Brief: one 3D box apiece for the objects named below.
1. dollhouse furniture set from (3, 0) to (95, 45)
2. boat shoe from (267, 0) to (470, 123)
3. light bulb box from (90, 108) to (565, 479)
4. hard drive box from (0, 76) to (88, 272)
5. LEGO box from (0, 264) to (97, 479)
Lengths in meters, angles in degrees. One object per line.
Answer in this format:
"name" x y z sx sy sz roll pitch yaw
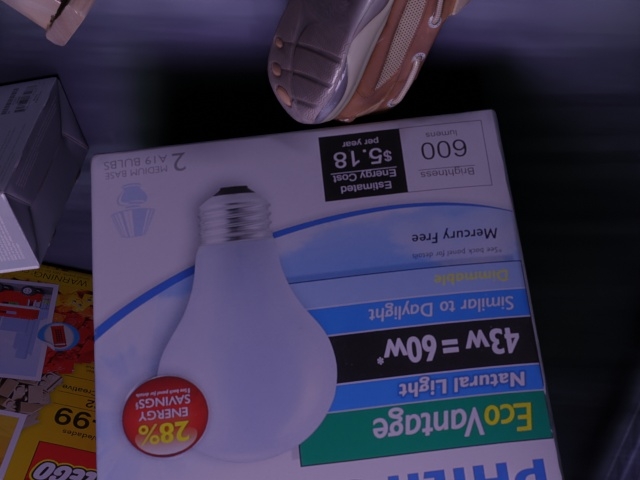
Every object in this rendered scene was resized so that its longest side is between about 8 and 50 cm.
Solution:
"dollhouse furniture set" -0.195 -0.334 1.040 0.256 0.362 0.394 32 154 -14
"boat shoe" 0.071 -0.235 1.227 0.116 0.123 0.324 5 128 -39
"light bulb box" -0.001 0.115 1.273 0.357 0.361 0.225 -7 150 0
"hard drive box" -0.352 -0.050 1.387 0.232 0.181 0.089 -6 128 15
"LEGO box" -0.418 0.185 1.459 0.500 0.372 0.193 11 128 1
